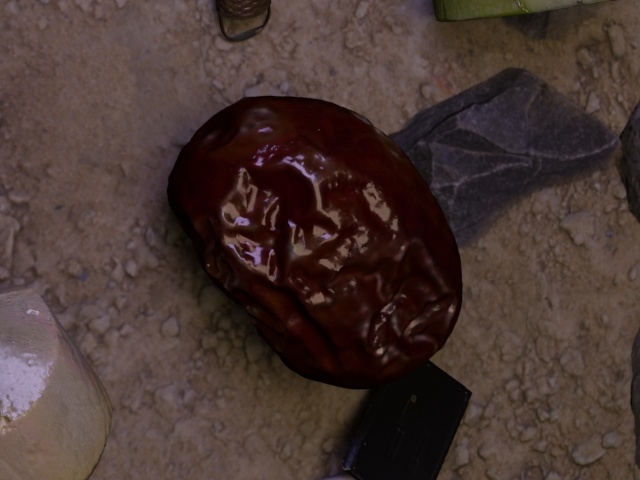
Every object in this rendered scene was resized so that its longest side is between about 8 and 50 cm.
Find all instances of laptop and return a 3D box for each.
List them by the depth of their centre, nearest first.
[{"bbox_3d":[0.112,0.240,1.953,0.135,0.016,0.197,38,60,-21],"label":"laptop"}]

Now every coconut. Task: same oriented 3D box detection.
[{"bbox_3d":[-0.354,0.164,1.599,0.239,0.239,0.244,-51,140,-16],"label":"coconut"}]

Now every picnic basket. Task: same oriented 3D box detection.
[{"bbox_3d":[-0.092,-0.279,1.845,0.072,0.072,0.083,-27,135,-23],"label":"picnic basket"}]

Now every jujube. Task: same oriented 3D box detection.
[{"bbox_3d":[0.000,-0.002,1.794,0.276,0.276,0.377,-48,122,-17],"label":"jujube"}]

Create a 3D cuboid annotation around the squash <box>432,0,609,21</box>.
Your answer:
[{"bbox_3d":[0.227,-0.438,1.914,0.234,0.210,0.309,-14,102,-39],"label":"squash"}]

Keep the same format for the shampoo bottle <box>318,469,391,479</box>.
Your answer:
[{"bbox_3d":[0.049,0.319,1.936,0.099,0.043,0.072,-19,99,-24],"label":"shampoo bottle"}]
